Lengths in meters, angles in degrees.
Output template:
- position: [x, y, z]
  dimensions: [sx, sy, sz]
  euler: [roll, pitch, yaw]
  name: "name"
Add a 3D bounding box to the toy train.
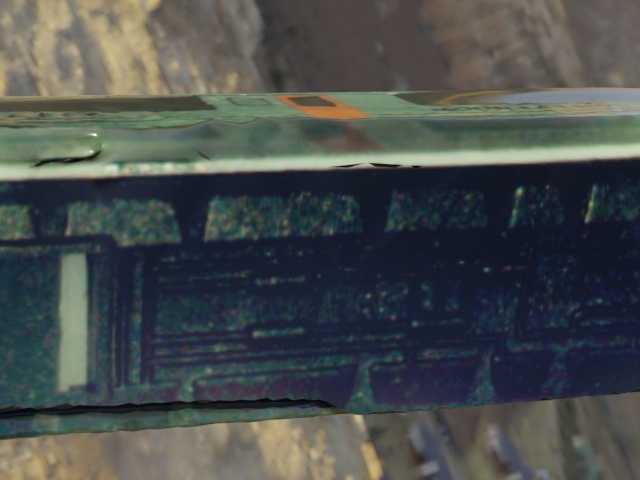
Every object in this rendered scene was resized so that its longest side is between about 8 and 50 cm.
- position: [0.000, 0.000, 0.462]
  dimensions: [0.089, 0.410, 0.086]
  euler: [-142, -128, -67]
  name: "toy train"
